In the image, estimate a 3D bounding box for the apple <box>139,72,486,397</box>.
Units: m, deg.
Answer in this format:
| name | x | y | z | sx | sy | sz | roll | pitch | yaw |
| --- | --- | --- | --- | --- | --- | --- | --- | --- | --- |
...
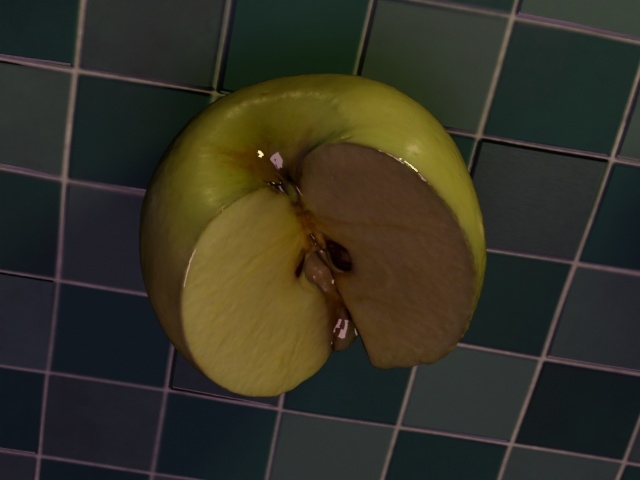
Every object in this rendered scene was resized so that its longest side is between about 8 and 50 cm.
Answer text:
| name | x | y | z | sx | sy | sz | roll | pitch | yaw |
| --- | --- | --- | --- | --- | --- | --- | --- | --- | --- |
| apple | -0.010 | -0.012 | 1.413 | 0.295 | 0.233 | 0.258 | -21 | 138 | 5 |
